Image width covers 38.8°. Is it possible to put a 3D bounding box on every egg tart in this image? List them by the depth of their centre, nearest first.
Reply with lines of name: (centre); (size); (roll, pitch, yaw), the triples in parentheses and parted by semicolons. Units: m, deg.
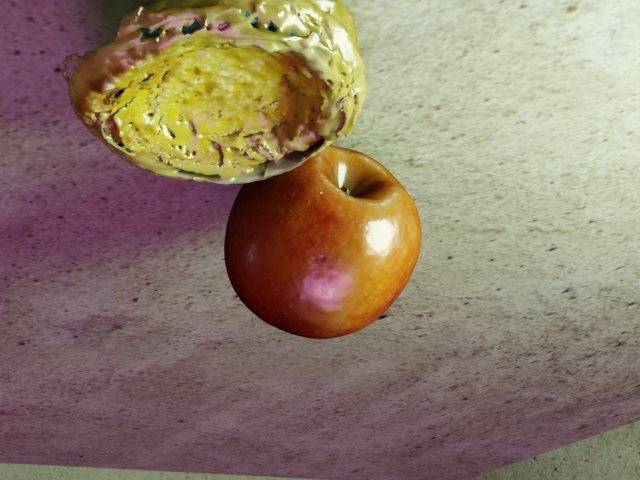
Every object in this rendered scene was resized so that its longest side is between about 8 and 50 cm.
egg tart: (-0.097, -0.152, 0.829); (0.291, 0.107, 0.291); (-8, 155, -4)

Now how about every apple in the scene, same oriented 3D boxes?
apple: (0.000, 0.000, 1.024); (0.218, 0.218, 0.201); (9, 126, -24)
